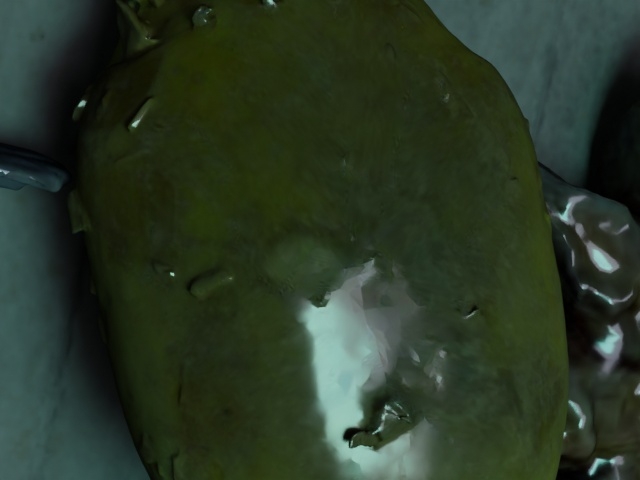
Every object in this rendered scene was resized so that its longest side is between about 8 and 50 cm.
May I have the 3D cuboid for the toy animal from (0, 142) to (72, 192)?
[{"bbox_3d":[-0.261,-0.079,0.618,0.206,0.081,0.367,-46,124,-13],"label":"toy animal"}]

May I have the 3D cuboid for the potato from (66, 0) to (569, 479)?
[{"bbox_3d":[0.000,0.000,0.737,0.192,0.141,0.296,-14,84,-19],"label":"potato"}]

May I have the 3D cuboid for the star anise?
[{"bbox_3d":[0.176,0.066,0.900,0.315,0.108,0.315,-3,98,-24],"label":"star anise"}]
